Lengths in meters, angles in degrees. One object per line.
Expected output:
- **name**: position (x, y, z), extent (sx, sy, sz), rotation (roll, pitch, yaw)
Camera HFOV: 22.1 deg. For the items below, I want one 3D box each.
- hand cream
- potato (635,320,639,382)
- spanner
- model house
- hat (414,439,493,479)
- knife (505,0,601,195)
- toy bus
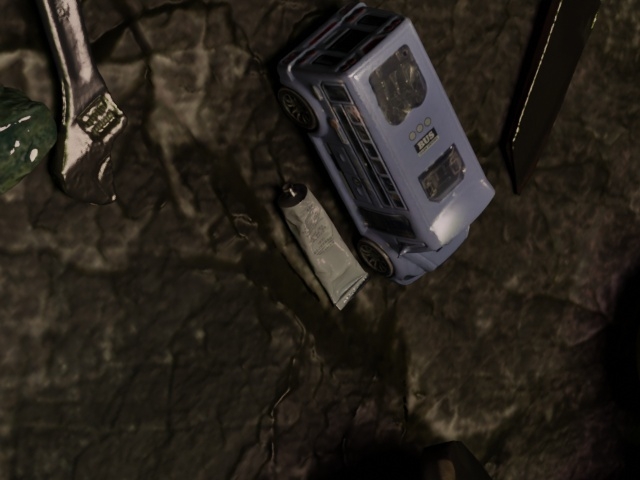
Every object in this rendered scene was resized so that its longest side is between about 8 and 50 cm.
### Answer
- **hand cream**: position (0.000, 0.000, 0.950), extent (0.030, 0.019, 0.093), rotation (-49, 133, -22)
- **potato**: position (0.312, 0.045, 1.147), extent (0.271, 0.111, 0.160), rotation (-11, 147, -37)
- **spanner**: position (-0.133, -0.113, 0.813), extent (0.046, 0.012, 0.208), rotation (-26, 116, -31)
- **model house**: position (-0.169, -0.036, 0.757), extent (0.079, 0.083, 0.066), rotation (-39, 124, -26)
- **hat**: position (0.161, 0.306, 0.969), extent (0.382, 0.257, 0.366), rotation (74, 31, -51)
- **knife**: position (0.158, -0.139, 1.038), extent (0.060, 0.028, 0.230), rotation (13, 95, -53)
- **toy bus**: position (0.044, -0.048, 0.931), extent (0.073, 0.076, 0.167), rotation (-44, 124, -22)
